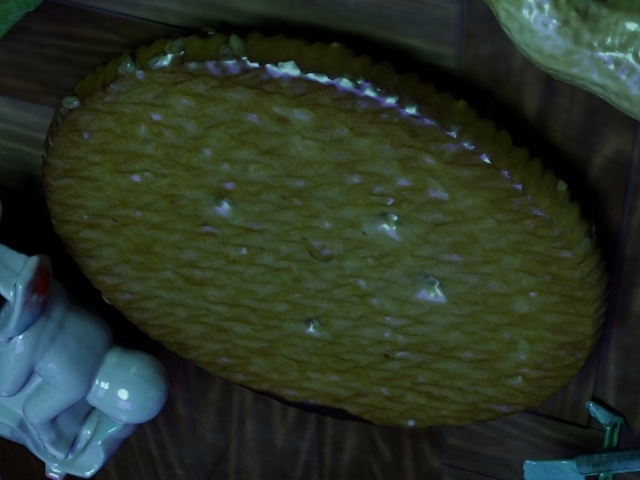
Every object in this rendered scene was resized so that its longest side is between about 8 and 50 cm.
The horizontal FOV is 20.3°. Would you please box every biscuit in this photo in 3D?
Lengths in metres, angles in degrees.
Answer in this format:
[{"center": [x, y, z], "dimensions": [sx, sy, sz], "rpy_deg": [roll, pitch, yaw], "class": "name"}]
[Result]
[{"center": [0.000, 0.000, 0.907], "dimensions": [0.305, 0.038, 0.305], "rpy_deg": [14, 146, 10], "class": "biscuit"}]

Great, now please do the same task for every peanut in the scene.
[{"center": [0.115, -0.084, 0.718], "dimensions": [0.113, 0.054, 0.054], "rpy_deg": [27, 146, -4], "class": "peanut"}]

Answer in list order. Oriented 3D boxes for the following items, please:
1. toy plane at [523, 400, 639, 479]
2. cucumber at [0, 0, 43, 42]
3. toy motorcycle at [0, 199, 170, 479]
[{"center": [0.204, 0.107, 0.921], "dimensions": [0.235, 0.060, 0.096], "rpy_deg": [-12, 146, 35], "class": "toy plane"}, {"center": [-0.153, -0.154, 0.738], "dimensions": [0.145, 0.105, 0.325], "rpy_deg": [36, 147, -19], "class": "cucumber"}, {"center": [-0.164, 0.062, 1.021], "dimensions": [0.171, 0.110, 0.260], "rpy_deg": [16, 153, 14], "class": "toy motorcycle"}]
